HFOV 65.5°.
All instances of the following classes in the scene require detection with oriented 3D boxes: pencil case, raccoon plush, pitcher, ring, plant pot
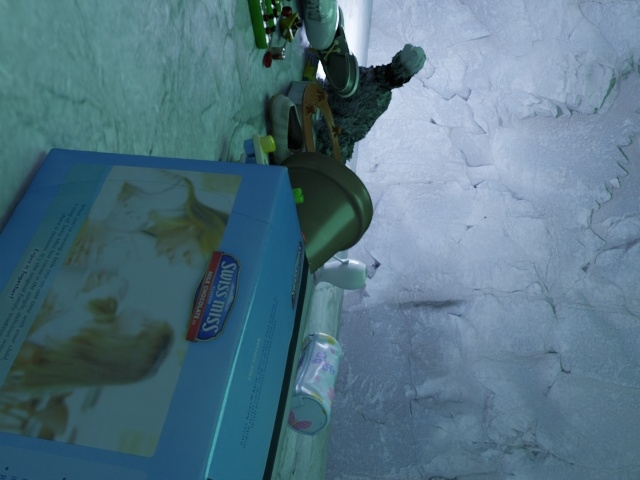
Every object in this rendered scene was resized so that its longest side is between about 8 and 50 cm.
[{"bbox_3d":[-0.016,0.343,1.224,0.273,0.113,0.124,-70,154,-65],"label":"pencil case"},{"bbox_3d":[0.099,-0.385,1.499,0.446,0.216,0.299,-34,-146,66],"label":"raccoon plush"},{"bbox_3d":[0.079,0.115,2.003,0.126,0.207,0.178,-76,166,-47],"label":"pitcher"},{"bbox_3d":[0.019,-0.244,1.307,0.336,0.032,0.337,-8,90,-73],"label":"ring"},{"bbox_3d":[-0.044,-0.032,1.126,0.229,0.263,0.263,-53,153,-37],"label":"plant pot"}]

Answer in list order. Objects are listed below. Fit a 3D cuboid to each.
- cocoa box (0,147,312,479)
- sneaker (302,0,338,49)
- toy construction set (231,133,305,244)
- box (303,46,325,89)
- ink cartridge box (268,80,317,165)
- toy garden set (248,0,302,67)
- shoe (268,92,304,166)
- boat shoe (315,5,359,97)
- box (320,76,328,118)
[{"bbox_3d":[-0.152,0.126,0.429,0.228,0.231,0.347,81,17,-57],"label":"cocoa box"},{"bbox_3d":[-0.025,-0.629,1.282,0.169,0.108,0.293,-52,153,-48],"label":"sneaker"},{"bbox_3d":[-0.104,-0.002,0.880,0.215,0.151,0.328,63,33,-56],"label":"toy construction set"},{"bbox_3d":[-0.018,-0.504,1.525,0.105,0.043,0.179,81,18,-56],"label":"box"},{"bbox_3d":[-0.062,-0.232,1.334,0.261,0.066,0.296,-76,168,-46],"label":"ink cartridge box"},{"bbox_3d":[-0.085,-0.488,1.074,0.204,0.049,0.244,83,15,-53],"label":"toy garden set"},{"bbox_3d":[-0.077,-0.236,1.167,0.076,0.058,0.219,-46,147,-33],"label":"shoe"},{"bbox_3d":[0.033,-0.568,1.454,0.091,0.109,0.305,4,71,-59],"label":"boat shoe"},{"bbox_3d":[0.054,-0.529,1.925,0.322,0.058,0.233,-45,139,-75],"label":"box"}]
